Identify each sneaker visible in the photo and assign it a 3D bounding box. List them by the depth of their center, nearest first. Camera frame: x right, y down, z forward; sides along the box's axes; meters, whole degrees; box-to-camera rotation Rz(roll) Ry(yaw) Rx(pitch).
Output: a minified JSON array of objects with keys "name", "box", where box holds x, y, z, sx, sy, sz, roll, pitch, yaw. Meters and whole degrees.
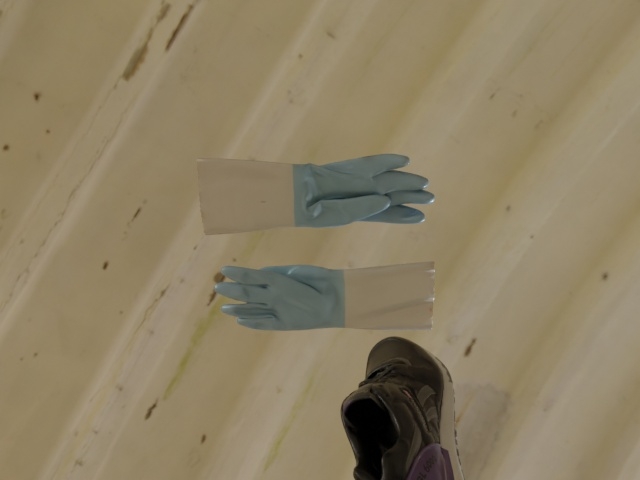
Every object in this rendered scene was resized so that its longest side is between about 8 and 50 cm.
[{"name":"sneaker","box":[0.080,0.181,0.832,0.124,0.107,0.283,44,-162,-25]}]

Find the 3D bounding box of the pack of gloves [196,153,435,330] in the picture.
[{"name":"pack of gloves","box":[0.000,0.000,0.768,0.232,0.195,0.046,-1,-155,2]}]
